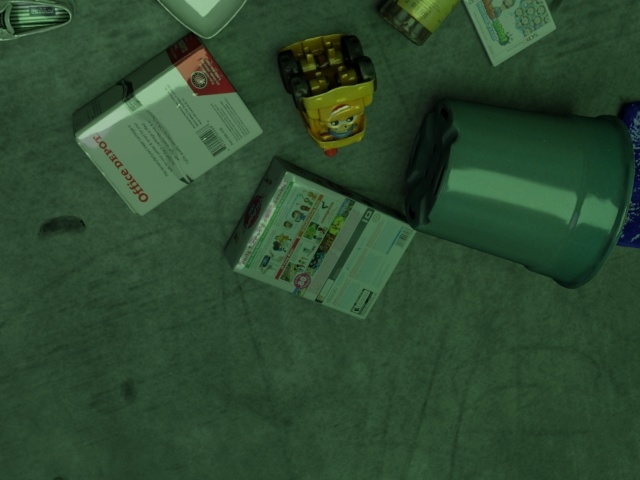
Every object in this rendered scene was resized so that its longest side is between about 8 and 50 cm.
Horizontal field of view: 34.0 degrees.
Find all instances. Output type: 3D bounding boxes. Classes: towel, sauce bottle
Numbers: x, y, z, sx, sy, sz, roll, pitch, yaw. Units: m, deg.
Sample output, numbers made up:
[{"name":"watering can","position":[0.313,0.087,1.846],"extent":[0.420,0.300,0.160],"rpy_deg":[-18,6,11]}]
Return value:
[{"name":"towel","position":[0.692,-0.127,2.182],"extent":[0.227,0.076,0.308],"rpy_deg":[5,113,-19]},{"name":"sauce bottle","position":[0.247,-0.507,1.856],"extent":[0.111,0.111,0.344],"rpy_deg":[35,103,-27]}]

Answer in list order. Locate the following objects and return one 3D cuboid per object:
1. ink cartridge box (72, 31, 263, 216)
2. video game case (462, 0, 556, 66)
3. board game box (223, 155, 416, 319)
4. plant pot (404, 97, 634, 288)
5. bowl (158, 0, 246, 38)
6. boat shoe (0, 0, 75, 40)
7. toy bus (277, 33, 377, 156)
[{"name":"ink cartridge box","position":[-0.273,-0.205,1.849],"extent":[0.272,0.114,0.197],"rpy_deg":[-35,120,1]},{"name":"video game case","position":[0.356,-0.430,1.976],"extent":[0.143,0.019,0.157],"rpy_deg":[-32,119,0]},{"name":"board game box","position":[0.000,0.000,2.035],"extent":[0.303,0.097,0.224],"rpy_deg":[23,106,-25]},{"name":"plant pot","position":[0.355,-0.108,1.970],"extent":[0.334,0.341,0.341],"rpy_deg":[12,111,-13]},{"name":"bowl","position":[-0.202,-0.436,1.796],"extent":[0.142,0.053,0.142],"rpy_deg":[39,100,-26]},{"name":"boat shoe","position":[-0.519,-0.373,1.722],"extent":[0.226,0.076,0.083],"rpy_deg":[-14,117,-9]},{"name":"toy bus","position":[0.020,-0.237,1.866],"extent":[0.149,0.220,0.211],"rpy_deg":[-14,124,-6]}]
